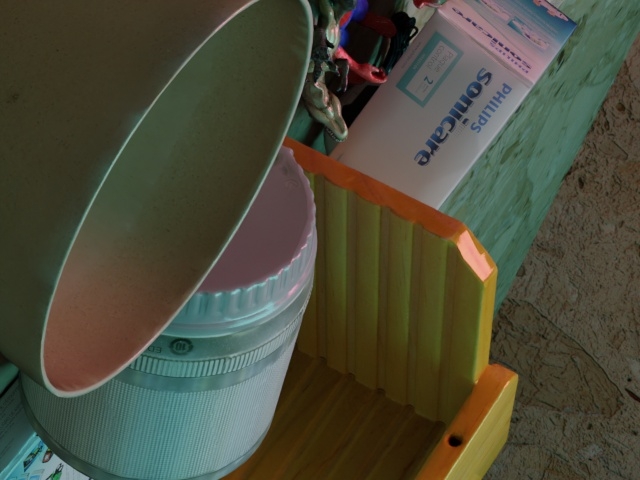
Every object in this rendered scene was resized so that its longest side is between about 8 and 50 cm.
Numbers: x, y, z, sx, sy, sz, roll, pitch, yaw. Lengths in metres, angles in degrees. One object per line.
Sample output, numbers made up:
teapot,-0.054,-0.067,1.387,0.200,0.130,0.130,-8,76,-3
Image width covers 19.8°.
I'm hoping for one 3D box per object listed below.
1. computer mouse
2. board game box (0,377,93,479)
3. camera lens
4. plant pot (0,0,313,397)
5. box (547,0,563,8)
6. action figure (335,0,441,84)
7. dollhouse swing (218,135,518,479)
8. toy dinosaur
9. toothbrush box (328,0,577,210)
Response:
computer mouse,0.047,-0.162,2.048,0.193,0.042,0.106,-58,173,-32
board game box,-0.276,0.236,1.697,0.193,0.053,0.305,-52,165,-31
camera lens,-0.126,0.054,1.481,0.219,0.219,0.274,-48,163,-40
plant pot,-0.161,-0.072,1.133,0.284,0.191,0.284,-55,166,-21
box,0.259,-0.388,2.135,0.148,0.127,0.232,-49,163,-37
action figure,0.048,-0.200,1.768,0.091,0.139,0.280,-60,165,0
dollhouse swing,-0.018,0.128,1.804,0.315,0.347,0.305,-54,157,-18
toy dinosaur,0.006,-0.203,1.585,0.118,0.064,0.268,-113,-155,-67
toothbrush box,0.138,-0.150,1.912,0.216,0.126,0.295,-53,179,25
